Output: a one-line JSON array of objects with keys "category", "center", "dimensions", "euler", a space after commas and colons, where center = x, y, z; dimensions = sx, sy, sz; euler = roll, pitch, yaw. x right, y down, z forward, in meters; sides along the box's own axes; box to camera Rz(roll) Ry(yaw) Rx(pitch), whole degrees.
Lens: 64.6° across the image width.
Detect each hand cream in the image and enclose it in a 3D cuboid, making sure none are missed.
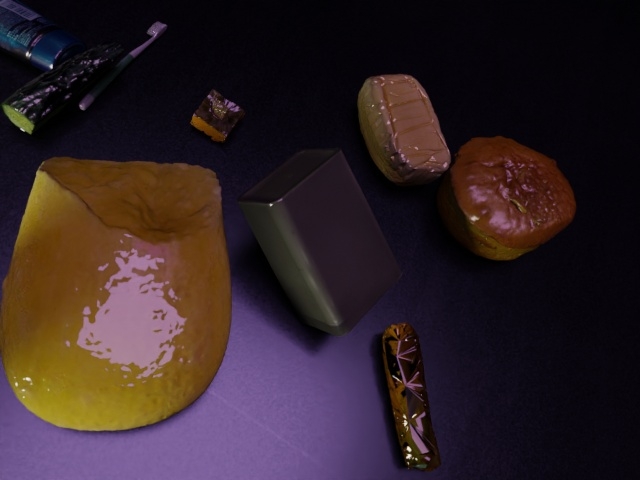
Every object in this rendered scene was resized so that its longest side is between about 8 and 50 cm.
[{"category": "hand cream", "center": [-0.549, -0.380, 0.886], "dimensions": [0.271, 0.061, 0.120], "euler": [30, 60, 3]}]

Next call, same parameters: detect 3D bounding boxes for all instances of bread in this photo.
[{"category": "bread", "center": [0.348, -0.086, 0.984], "dimensions": [0.269, 0.145, 0.268], "euler": [8, 60, -14]}, {"category": "bread", "center": [0.158, -0.213, 1.000], "dimensions": [0.140, 0.106, 0.236], "euler": [-9, 70, -22]}]

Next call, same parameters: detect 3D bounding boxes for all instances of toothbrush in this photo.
[{"category": "toothbrush", "center": [-0.363, -0.329, 0.938], "dimensions": [0.024, 0.018, 0.257], "euler": [27, 61, -1]}]

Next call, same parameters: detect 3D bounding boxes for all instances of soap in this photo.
[{"category": "soap", "center": [-0.285, 0.050, 0.737], "dimensions": [0.306, 0.115, 0.426], "euler": [2, 66, -20]}]

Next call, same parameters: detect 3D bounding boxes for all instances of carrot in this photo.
[{"category": "carrot", "center": [0.144, 0.249, 0.810], "dimensions": [0.069, 0.069, 0.228], "euler": [0, 68, -18]}]

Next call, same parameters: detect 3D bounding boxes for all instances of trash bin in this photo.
[{"category": "trash bin", "center": [0.000, 0.000, 0.778], "dimensions": [0.164, 0.122, 0.240], "euler": [-44, 122, -27]}]

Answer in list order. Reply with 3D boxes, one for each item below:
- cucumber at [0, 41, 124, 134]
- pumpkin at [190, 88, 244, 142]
[{"category": "cucumber", "center": [-0.429, -0.270, 0.850], "dimensions": [0.062, 0.078, 0.211], "euler": [47, 61, -25]}, {"category": "pumpkin", "center": [-0.186, -0.230, 0.930], "dimensions": [0.074, 0.054, 0.083], "euler": [30, 56, -8]}]
